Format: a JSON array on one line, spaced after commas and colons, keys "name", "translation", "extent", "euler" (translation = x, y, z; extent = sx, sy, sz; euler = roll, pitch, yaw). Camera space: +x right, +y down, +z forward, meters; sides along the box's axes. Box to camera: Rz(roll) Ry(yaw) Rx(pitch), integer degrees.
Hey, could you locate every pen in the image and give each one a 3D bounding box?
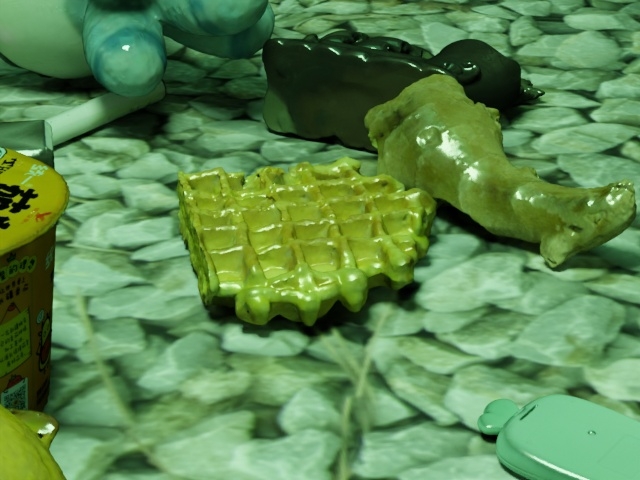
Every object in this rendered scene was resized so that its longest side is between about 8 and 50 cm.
[{"name": "pen", "translation": [-0.253, -0.118, 1.571], "extent": [0.033, 0.033, 0.269], "euler": [19, 32, 33]}]

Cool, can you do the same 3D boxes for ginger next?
[{"name": "ginger", "translation": [0.158, -0.063, 1.381], "extent": [0.294, 0.086, 0.131], "euler": [25, 69, 39]}]

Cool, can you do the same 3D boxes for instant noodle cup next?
[{"name": "instant noodle cup", "translation": [-0.280, 0.045, 1.090], "extent": [0.215, 0.172, 0.216], "euler": [0, 27, 0]}]

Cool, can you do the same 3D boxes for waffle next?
[{"name": "waffle", "translation": [0.000, -0.001, 1.306], "extent": [0.219, 0.057, 0.229], "euler": [-6, 28, -12]}]

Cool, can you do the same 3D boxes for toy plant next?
[{"name": "toy plant", "translation": [-0.183, -0.261, 1.598], "extent": [0.247, 0.247, 0.332], "euler": [-24, 28, -39]}]

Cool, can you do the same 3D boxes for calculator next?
[{"name": "calculator", "translation": [0.176, 0.141, 1.062], "extent": [0.153, 0.021, 0.095], "euler": [21, 33, 31]}]

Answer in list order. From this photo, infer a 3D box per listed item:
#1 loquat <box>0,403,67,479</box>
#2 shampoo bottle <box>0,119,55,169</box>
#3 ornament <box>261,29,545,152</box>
[{"name": "loquat", "translation": [-0.225, 0.165, 0.785], "extent": [0.243, 0.244, 0.244], "euler": [0, 27, 0]}, {"name": "shampoo bottle", "translation": [-0.361, -0.053, 1.390], "extent": [0.246, 0.079, 0.080], "euler": [-5, 26, -9]}, {"name": "ornament", "translation": [0.094, -0.174, 1.623], "extent": [0.251, 0.106, 0.260], "euler": [14, 25, 22]}]
